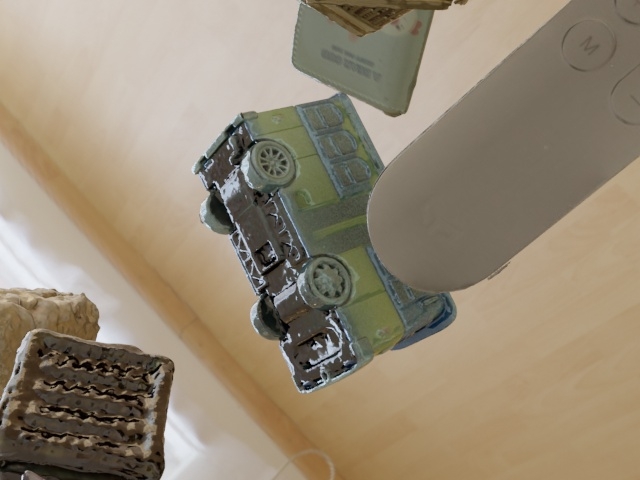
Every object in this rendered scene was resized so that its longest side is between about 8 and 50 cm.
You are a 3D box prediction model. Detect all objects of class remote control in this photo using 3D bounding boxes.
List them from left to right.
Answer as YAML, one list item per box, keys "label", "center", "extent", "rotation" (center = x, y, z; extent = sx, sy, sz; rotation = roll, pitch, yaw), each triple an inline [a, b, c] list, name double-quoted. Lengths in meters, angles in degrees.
- label: "remote control"
  center: [0.122, -0.065, 0.381]
  extent: [0.245, 0.022, 0.077]
  rotation: [-41, 79, 17]

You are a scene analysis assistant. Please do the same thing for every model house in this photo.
- label: "model house"
  center: [-0.146, 0.111, 0.385]
  extent: [0.166, 0.152, 0.106]
  rotation: [11, 155, -4]

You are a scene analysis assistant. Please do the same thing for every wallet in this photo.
- label: "wallet"
  center: [0.071, -0.395, 1.323]
  extent: [0.252, 0.083, 0.360]
  rotation: [29, 133, 18]

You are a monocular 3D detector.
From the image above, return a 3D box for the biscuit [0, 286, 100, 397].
- label: "biscuit"
  center: [-0.272, 0.241, 0.617]
  extent: [0.079, 0.144, 0.425]
  rotation: [14, 91, 14]

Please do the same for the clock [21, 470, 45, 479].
- label: "clock"
  center: [-0.066, 0.150, 0.136]
  extent: [0.145, 0.193, 0.073]
  rotation: [32, 123, 6]

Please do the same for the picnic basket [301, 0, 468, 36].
- label: "picnic basket"
  center: [0.001, -0.172, 0.342]
  extent: [0.080, 0.164, 0.115]
  rotation: [-18, 62, 41]

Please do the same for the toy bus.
- label: "toy bus"
  center: [0.000, 0.000, 0.960]
  extent: [0.152, 0.190, 0.312]
  rotation: [-37, 76, 50]
